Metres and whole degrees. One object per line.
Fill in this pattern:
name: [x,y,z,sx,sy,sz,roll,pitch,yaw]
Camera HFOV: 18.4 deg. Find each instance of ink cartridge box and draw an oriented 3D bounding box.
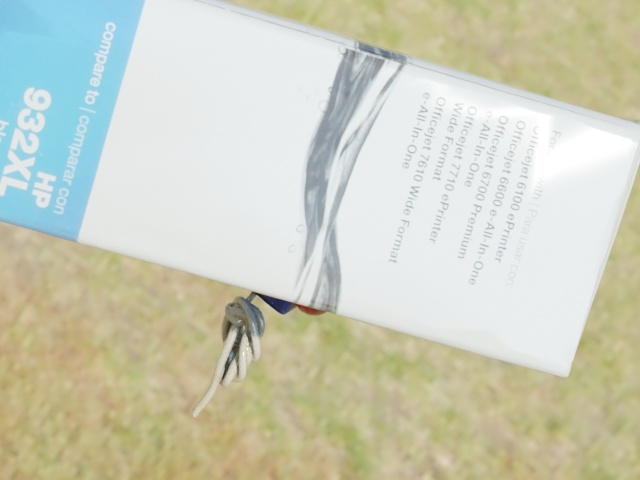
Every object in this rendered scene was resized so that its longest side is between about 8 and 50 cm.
ink cartridge box: [-0.018,-0.044,0.996,0.307,0.129,0.223,16,4,-5]

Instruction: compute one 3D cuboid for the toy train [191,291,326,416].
toy train: [0.000,0.000,1.302,0.105,0.248,0.143,39,30,25]
